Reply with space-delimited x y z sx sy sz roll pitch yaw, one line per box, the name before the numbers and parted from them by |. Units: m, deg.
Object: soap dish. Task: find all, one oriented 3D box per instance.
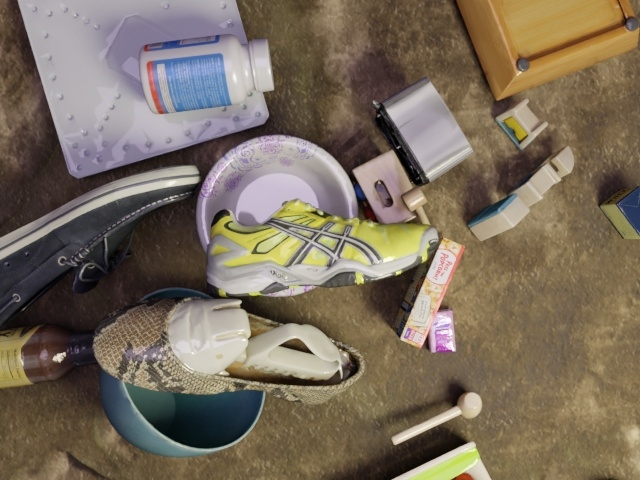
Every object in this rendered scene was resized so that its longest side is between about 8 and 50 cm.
soap dish | 0.425 -0.420 1.236 0.290 0.118 0.229 -21 90 -1

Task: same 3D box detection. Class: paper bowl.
paper bowl | -0.075 -0.043 1.219 0.284 0.148 0.284 0 90 -1

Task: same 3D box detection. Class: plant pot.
plant pot | -0.271 0.255 1.179 0.195 0.290 0.290 -36 90 36

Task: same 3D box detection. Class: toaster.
toaster | 0.178 -0.193 1.203 0.110 0.185 0.168 -33 90 4

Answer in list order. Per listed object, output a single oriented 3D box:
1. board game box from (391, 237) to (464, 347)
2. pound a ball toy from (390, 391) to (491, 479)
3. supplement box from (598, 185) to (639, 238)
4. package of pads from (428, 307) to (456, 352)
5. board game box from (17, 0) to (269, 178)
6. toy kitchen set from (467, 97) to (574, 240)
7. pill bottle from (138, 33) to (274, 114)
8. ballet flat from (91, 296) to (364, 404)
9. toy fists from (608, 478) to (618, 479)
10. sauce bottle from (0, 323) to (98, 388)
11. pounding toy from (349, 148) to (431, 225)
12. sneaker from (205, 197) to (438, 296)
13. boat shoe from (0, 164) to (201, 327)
board game box | 0.192 0.090 1.221 0.045 0.147 0.194 23 90 0
pound a ball toy | 0.197 0.447 1.247 0.319 0.136 0.208 -26 65 0
supplement box | 0.586 -0.051 1.254 0.056 0.083 0.083 -37 90 0
package of pads | 0.231 0.173 1.279 0.050 0.032 0.083 -5 90 2
board game box | -0.334 -0.354 1.266 0.389 0.050 0.390 -17 91 -1
toy kitchen set | 0.343 -0.134 1.256 0.207 0.122 0.166 -40 90 -20
pill bottle | -0.197 -0.297 1.180 0.221 0.124 0.124 -7 90 0
ballet flat | -0.115 0.173 1.097 0.482 0.182 0.164 19 55 -38
toy fists | 0.610 0.583 1.226 0.096 0.142 0.279 -31 90 0
sauce bottle | -0.546 0.214 1.238 0.344 0.111 0.111 -7 90 -2
pounding toy | 0.127 -0.060 1.191 0.094 0.206 0.181 -27 90 0
sneaker | 0.000 0.000 1.078 0.384 0.145 0.147 -7 91 -2
boat shoe | -0.426 0.007 1.207 0.500 0.187 0.156 -27 95 5
